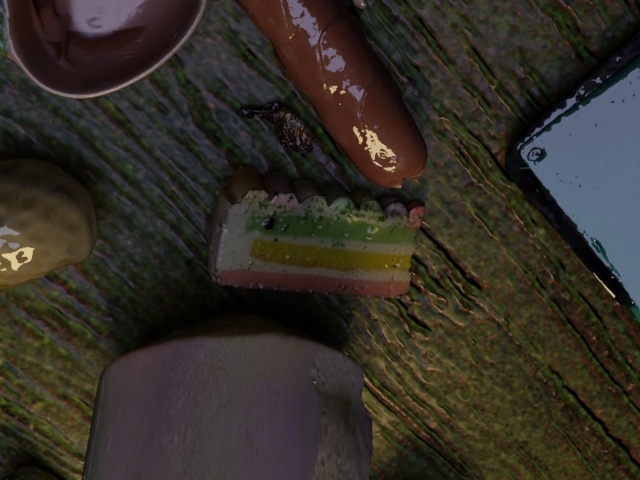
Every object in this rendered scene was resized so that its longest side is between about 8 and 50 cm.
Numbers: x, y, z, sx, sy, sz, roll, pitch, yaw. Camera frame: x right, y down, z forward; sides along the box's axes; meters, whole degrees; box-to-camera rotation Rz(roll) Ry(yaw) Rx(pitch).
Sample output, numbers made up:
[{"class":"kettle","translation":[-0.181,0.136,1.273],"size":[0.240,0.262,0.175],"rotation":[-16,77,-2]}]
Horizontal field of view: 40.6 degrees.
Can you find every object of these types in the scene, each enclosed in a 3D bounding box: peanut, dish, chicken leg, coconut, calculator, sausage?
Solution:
[{"class":"peanut","translation":[-0.368,-0.029,0.811],"size":[0.314,0.149,0.149],"rotation":[12,109,-7]},{"class":"dish","translation":[-0.207,-0.240,0.764],"size":[0.214,0.090,0.213],"rotation":[-2,110,-5]},{"class":"chicken leg","translation":[-0.038,-0.116,0.854],"size":[0.083,0.021,0.036],"rotation":[35,114,-14]},{"class":"coconut","translation":[-0.086,0.216,0.836],"size":[0.298,0.309,0.297],"rotation":[3,149,2]},{"class":"calculator","translation":[0.351,-0.063,0.846],"size":[0.248,0.058,0.274],"rotation":[-41,89,12]},{"class":"sausage","translation":[-0.029,-0.219,0.783],"size":[0.088,0.088,0.433],"rotation":[-34,109,9]}]

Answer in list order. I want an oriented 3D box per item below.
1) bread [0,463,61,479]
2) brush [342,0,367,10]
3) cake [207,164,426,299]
[{"class":"bread","translation":[-0.318,0.331,0.974],"size":[0.094,0.083,0.157],"rotation":[-37,106,13]},{"class":"brush","translation":[-0.046,-0.345,0.751],"size":[0.050,0.060,0.321],"rotation":[-39,108,-2]},{"class":"cake","translation":[-0.008,-0.008,0.888],"size":[0.226,0.090,0.109],"rotation":[6,109,-25]}]
